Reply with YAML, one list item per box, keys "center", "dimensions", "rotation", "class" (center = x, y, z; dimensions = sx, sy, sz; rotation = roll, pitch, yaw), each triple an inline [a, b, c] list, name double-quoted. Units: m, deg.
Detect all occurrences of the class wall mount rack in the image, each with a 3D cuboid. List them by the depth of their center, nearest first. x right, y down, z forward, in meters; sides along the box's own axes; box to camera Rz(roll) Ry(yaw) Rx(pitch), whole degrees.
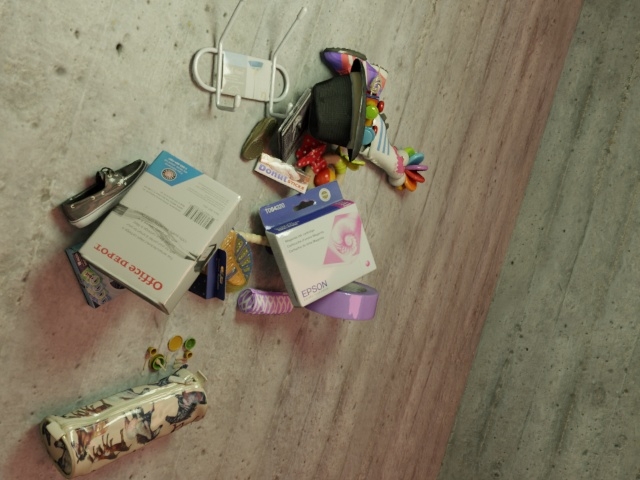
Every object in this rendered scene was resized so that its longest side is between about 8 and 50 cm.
- center: [-0.168, -0.499, 1.391]
  dimensions: [0.350, 0.130, 0.304]
  rotation: [-8, 109, -49]
  class: "wall mount rack"

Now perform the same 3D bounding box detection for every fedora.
- center: [0.046, -0.407, 1.576]
  dimensions: [0.152, 0.334, 0.334]
  rotation: [2, 105, -6]
  class: "fedora"

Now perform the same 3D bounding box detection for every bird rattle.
- center: [0.019, -0.236, 1.712]
  dimensions: [0.253, 0.143, 0.207]
  rotation: [-11, 127, -44]
  class: "bird rattle"

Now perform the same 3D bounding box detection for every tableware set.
- center: [-0.428, 0.323, 1.458]
  dimensions: [0.154, 0.024, 0.104]
  rotation: [13, 92, -50]
  class: "tableware set"

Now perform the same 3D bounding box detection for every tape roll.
- center: [0.063, 0.197, 1.789]
  dimensions: [0.275, 0.275, 0.090]
  rotation: [4, 99, -50]
  class: "tape roll"

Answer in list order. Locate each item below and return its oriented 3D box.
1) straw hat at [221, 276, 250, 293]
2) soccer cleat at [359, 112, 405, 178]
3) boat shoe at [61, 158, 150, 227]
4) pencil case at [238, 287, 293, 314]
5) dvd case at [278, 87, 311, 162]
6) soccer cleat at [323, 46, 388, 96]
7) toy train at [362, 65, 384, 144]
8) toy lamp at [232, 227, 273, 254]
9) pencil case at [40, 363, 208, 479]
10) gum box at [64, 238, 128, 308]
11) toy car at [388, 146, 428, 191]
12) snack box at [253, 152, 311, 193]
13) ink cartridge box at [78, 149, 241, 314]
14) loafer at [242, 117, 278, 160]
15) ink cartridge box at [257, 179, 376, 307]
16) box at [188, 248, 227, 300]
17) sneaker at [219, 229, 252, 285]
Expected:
- center: [-0.270, 0.082, 1.524]
  dimensions: [0.061, 0.144, 0.144]
  rotation: [-91, -174, -77]
  class: "straw hat"
- center: [0.212, -0.338, 1.923]
  dimensions: [0.143, 0.116, 0.331]
  rotation: [-42, 131, -11]
  class: "soccer cleat"
- center: [-0.499, -0.128, 1.183]
  dimensions: [0.228, 0.080, 0.076]
  rotation: [-43, 134, -21]
  class: "boat shoe"
- center: [-0.171, 0.200, 1.663]
  dimensions: [0.206, 0.086, 0.088]
  rotation: [8, 131, -52]
  class: "pencil case"
- center: [-0.080, -0.338, 1.543]
  dimensions: [0.164, 0.018, 0.221]
  rotation: [-59, 174, -17]
  class: "dvd case"
- center: [0.120, -0.564, 1.728]
  dimensions: [0.318, 0.108, 0.116]
  rotation: [5, 103, -52]
  class: "soccer cleat"
- center: [0.165, -0.447, 1.691]
  dimensions: [0.143, 0.105, 0.248]
  rotation: [-88, -170, -63]
  class: "toy train"
- center: [-0.198, -0.001, 1.574]
  dimensions: [0.274, 0.080, 0.080]
  rotation: [12, 94, -48]
  class: "toy lamp"
- center: [-0.495, 0.458, 1.317]
  dimensions: [0.410, 0.160, 0.183]
  rotation: [-11, 128, -47]
  class: "pencil case"
- center: [-0.508, 0.054, 1.256]
  dimensions: [0.184, 0.041, 0.157]
  rotation: [-33, 125, -38]
  class: "gum box"
- center: [0.374, -0.289, 2.089]
  dimensions: [0.159, 0.136, 0.182]
  rotation: [-2, 104, -49]
  class: "toy car"
- center: [-0.117, -0.209, 1.582]
  dimensions: [0.178, 0.022, 0.064]
  rotation: [24, 85, -25]
  class: "snack box"
- center: [-0.360, -0.018, 1.186]
  dimensions: [0.307, 0.223, 0.129]
  rotation: [-58, 177, -21]
  class: "ink cartridge box"
- center: [-0.183, -0.302, 1.508]
  dimensions: [0.148, 0.050, 0.056]
  rotation: [-51, 135, -2]
  class: "loafer"
- center: [0.000, 0.000, 1.622]
  dimensions: [0.324, 0.071, 0.330]
  rotation: [-24, 100, -32]
  class: "ink cartridge box"
- center: [-0.328, 0.067, 1.326]
  dimensions: [0.036, 0.225, 0.136]
  rotation: [-10, 110, -49]
  class: "box"
- center: [-0.294, -0.003, 1.410]
  dimensions: [0.112, 0.131, 0.296]
  rotation: [-44, 126, -30]
  class: "sneaker"
